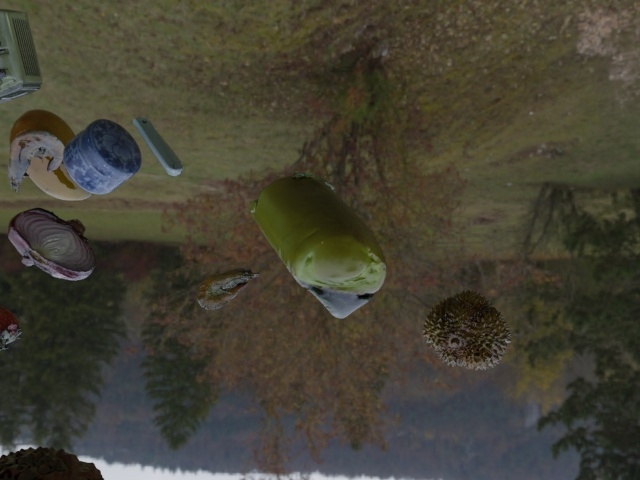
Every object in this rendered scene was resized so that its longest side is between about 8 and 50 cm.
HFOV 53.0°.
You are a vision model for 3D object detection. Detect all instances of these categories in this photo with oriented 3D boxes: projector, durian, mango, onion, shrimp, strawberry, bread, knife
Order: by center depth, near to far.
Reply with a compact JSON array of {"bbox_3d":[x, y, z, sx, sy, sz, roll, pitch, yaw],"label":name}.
[{"bbox_3d":[0.278,0.170,1.205,0.168,0.158,0.137,-29,157,-54],"label":"durian"},{"bbox_3d":[-0.677,-0.360,1.243,0.270,0.193,0.088,-7,-171,24],"label":"projector"},{"bbox_3d":[-0.339,-0.199,1.352,0.044,0.162,0.023,-22,157,-40],"label":"knife"},{"bbox_3d":[-0.615,0.015,1.477,0.206,0.151,0.098,44,127,-12],"label":"onion"},{"bbox_3d":[0.000,0.000,1.481,0.251,0.208,0.376,42,-172,-36],"label":"bread"},{"bbox_3d":[-0.887,0.231,1.716,0.148,0.131,0.131,27,177,18],"label":"strawberry"},{"bbox_3d":[-0.253,0.126,1.761,0.190,0.101,0.042,-23,156,6],"label":"shrimp"},{"bbox_3d":[-0.819,-0.220,1.835,0.144,0.052,0.251,8,142,-35],"label":"shrimp"},{"bbox_3d":[-0.843,-0.259,2.026,0.211,0.317,0.173,-19,-156,24],"label":"mango"}]

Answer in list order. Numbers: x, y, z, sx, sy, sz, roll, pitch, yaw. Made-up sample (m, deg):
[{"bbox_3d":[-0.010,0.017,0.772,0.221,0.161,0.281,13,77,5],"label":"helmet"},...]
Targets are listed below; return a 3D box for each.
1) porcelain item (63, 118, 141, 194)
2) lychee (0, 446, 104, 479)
[{"bbox_3d":[-0.490,-0.191,1.455,0.114,0.147,0.147,-29,155,26],"label":"porcelain item"},{"bbox_3d":[-0.693,0.710,1.507,0.425,0.424,0.500,13,135,-44],"label":"lychee"}]
